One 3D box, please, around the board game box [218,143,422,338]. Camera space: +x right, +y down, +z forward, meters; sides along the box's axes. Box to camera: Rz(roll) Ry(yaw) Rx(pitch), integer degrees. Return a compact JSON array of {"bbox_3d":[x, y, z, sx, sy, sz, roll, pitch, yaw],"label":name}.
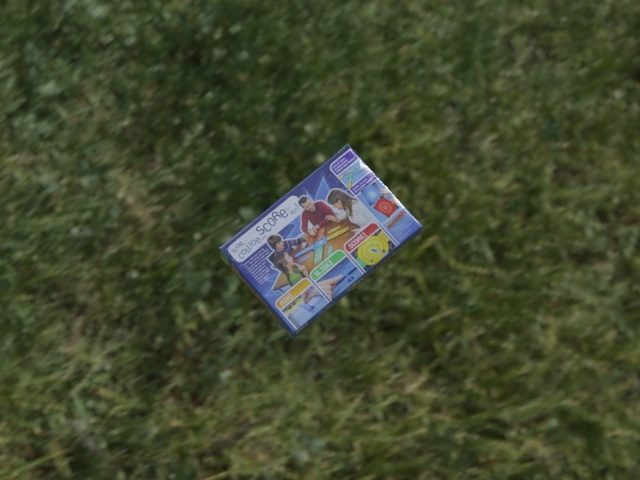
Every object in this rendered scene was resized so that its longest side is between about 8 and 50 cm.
[{"bbox_3d":[0.000,0.000,1.985,0.201,0.035,0.136,-39,78,-12],"label":"board game box"}]
